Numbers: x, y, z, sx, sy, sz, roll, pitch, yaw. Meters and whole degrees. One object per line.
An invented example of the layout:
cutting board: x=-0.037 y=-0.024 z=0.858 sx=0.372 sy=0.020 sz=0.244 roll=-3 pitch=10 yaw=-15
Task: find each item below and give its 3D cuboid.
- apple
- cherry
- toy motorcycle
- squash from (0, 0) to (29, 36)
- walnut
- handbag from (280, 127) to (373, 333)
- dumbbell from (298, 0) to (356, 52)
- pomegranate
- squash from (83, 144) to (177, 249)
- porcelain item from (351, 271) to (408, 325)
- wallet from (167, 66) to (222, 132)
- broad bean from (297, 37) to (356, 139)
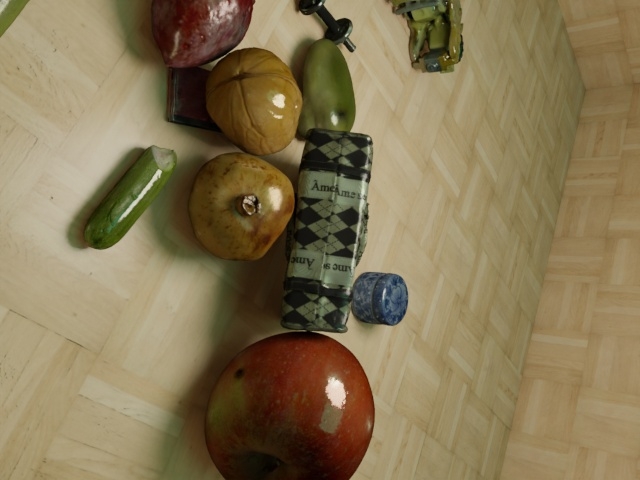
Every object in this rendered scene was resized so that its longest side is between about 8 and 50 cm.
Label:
apple: x=-0.057 y=0.356 z=1.176 sx=0.277 sy=0.348 sz=0.349 roll=-67 pitch=141 yaw=-56
cherry: x=-0.221 y=-0.420 z=1.060 sx=0.175 sy=0.192 sz=0.250 roll=27 pitch=78 yaw=-8
toy motorcycle: x=0.334 y=-0.686 z=1.740 sx=0.410 sy=0.168 sz=0.237 roll=55 pitch=53 yaw=-36
squash: x=-0.486 y=-0.329 z=0.820 sx=0.083 sy=0.083 sz=0.250 roll=45 pitch=61 yaw=-42
walnut: x=-0.124 y=-0.267 z=1.131 sx=0.226 sy=0.192 sz=0.193 roll=59 pitch=44 yaw=-66
handbag: x=0.000 y=0.000 z=1.283 sx=0.317 sy=0.180 sz=0.417 roll=117 pitch=-18 yaw=-78
dumbbell: x=0.014 y=-0.550 z=1.418 sx=0.254 sy=0.081 sz=0.082 roll=36 pitch=64 yaw=-46
pomegranate: x=-0.150 y=-0.066 z=1.125 sx=0.215 sy=0.215 sz=0.216 roll=-2 pitch=93 yaw=-51
squash: x=-0.331 y=-0.081 z=1.021 sx=0.069 sy=0.069 sz=0.239 roll=54 pitch=53 yaw=-37
porcelain item: x=0.170 y=0.162 z=1.609 sx=0.147 sy=0.114 sz=0.147 roll=-4 pitch=96 yaw=-51
wallet: x=-0.214 y=-0.285 z=1.192 sx=0.232 sy=0.025 sz=0.120 roll=0 pitch=91 yaw=-52
broad bean: x=0.024 y=-0.362 z=1.409 sx=0.189 sy=0.121 sz=0.264 roll=18 pitch=76 yaw=-54
